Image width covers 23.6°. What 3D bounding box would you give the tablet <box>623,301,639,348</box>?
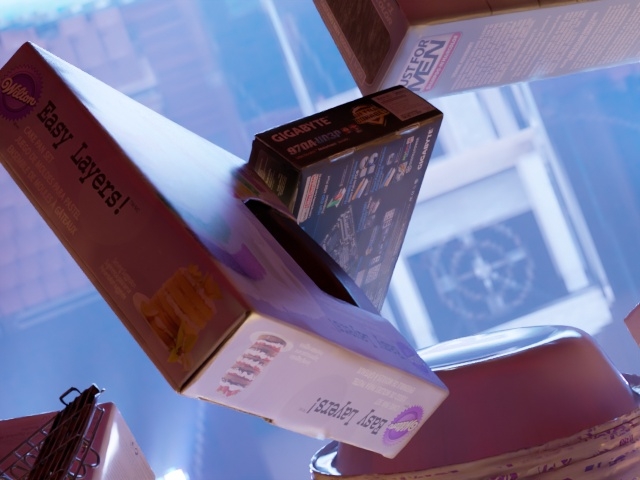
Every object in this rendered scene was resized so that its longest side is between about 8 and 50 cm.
[{"bbox_3d":[0.379,0.083,1.726,0.006,0.054,0.083,8,132,-37],"label":"tablet"}]

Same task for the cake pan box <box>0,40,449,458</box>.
[{"bbox_3d":[-0.061,0.013,0.934,0.070,0.246,0.267,-46,148,10],"label":"cake pan box"}]

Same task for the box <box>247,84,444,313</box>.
[{"bbox_3d":[0.000,0.000,1.192,0.175,0.051,0.220,-24,140,-44],"label":"box"}]

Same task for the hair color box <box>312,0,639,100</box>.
[{"bbox_3d":[0.180,-0.244,1.329,0.374,0.185,0.113,-12,152,-27],"label":"hair color box"}]

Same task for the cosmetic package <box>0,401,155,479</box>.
[{"bbox_3d":[-0.323,0.313,1.665,0.224,0.138,0.224,-11,-142,15],"label":"cosmetic package"}]

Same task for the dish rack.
[{"bbox_3d":[-0.256,0.242,1.251,0.271,0.074,0.208,-40,-159,36],"label":"dish rack"}]

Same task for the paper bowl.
[{"bbox_3d":[0.131,0.156,1.199,0.284,0.148,0.284,-13,-178,0],"label":"paper bowl"}]
